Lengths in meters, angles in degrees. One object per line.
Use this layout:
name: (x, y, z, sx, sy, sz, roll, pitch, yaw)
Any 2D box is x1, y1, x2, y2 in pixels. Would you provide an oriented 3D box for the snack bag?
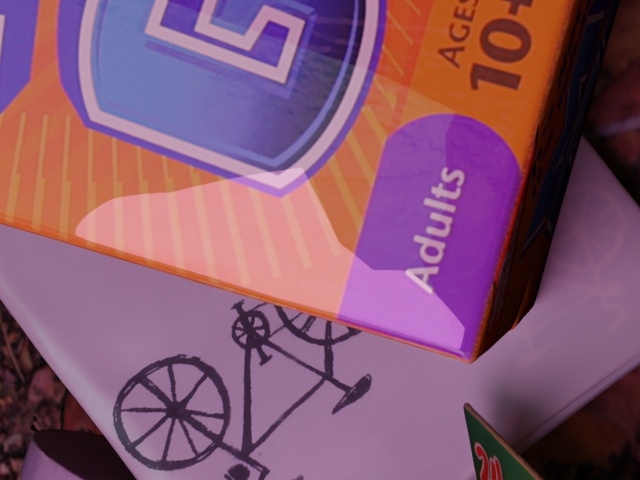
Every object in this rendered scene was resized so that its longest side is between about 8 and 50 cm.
snack bag: (0.000, 0.000, 0.974, 0.323, 0.037, 0.342, -37, 77, -3)

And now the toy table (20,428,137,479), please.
toy table: (-0.070, 0.232, 1.046, 0.274, 0.252, 0.161, 22, 95, 26)

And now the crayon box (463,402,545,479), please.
crayon box: (0.093, 0.263, 0.856, 0.202, 0.081, 0.319, -139, 38, -64)

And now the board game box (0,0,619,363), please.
board game box: (-0.038, -0.177, 0.780, 0.356, 0.356, 0.356, 16, 94, 9)
